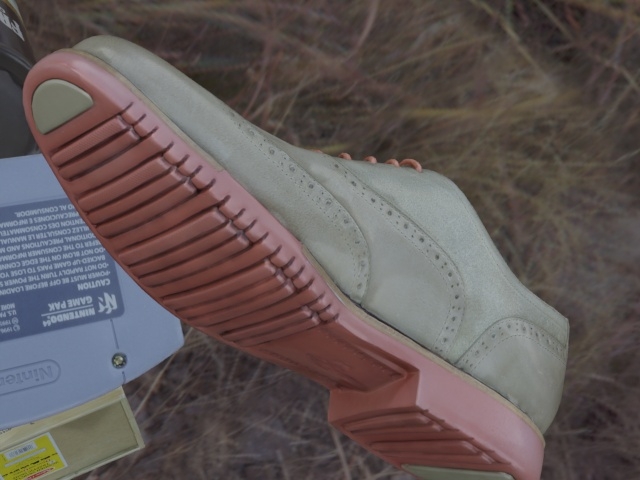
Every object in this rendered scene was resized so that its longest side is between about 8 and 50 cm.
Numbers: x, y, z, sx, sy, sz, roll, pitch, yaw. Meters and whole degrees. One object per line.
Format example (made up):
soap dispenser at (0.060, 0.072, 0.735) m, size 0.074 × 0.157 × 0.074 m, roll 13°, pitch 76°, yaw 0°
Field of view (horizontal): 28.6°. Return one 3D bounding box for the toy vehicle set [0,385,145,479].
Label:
toy vehicle set at (-0.347, 0.253, 1.484) m, size 0.267 × 0.166 × 0.035 m, roll -22°, pitch 62°, yaw -12°

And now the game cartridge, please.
game cartridge at (-0.250, 0.041, 0.924) m, size 0.297 × 0.062 × 0.198 m, roll -11°, pitch 91°, yaw -36°

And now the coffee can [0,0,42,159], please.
coffee can at (-0.380, -0.179, 1.205) m, size 0.202 × 0.201 × 0.275 m, roll -10°, pitch 44°, yaw -20°

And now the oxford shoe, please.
oxford shoe at (0.000, 0.000, 0.756) m, size 0.397 × 0.140 × 0.146 m, roll 42°, pitch 59°, yaw -26°
